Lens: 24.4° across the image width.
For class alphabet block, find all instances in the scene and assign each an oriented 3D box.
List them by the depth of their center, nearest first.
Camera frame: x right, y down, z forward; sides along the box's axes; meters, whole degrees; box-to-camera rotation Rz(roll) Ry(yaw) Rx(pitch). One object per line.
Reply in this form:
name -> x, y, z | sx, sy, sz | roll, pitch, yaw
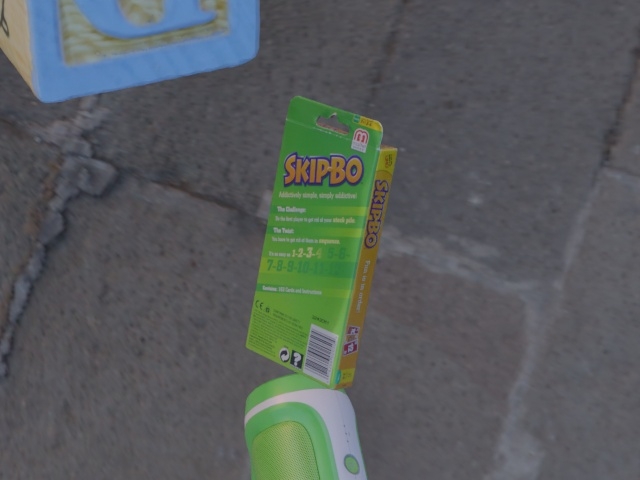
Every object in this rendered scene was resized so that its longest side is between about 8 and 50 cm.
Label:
alphabet block -> -0.174, -0.248, 1.196 | 0.193, 0.197, 0.192 | -13, 123, -23

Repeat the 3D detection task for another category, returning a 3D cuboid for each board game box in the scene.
board game box -> 0.000, 0.000, 1.415 | 0.039, 0.124, 0.259 | -8, 112, -46

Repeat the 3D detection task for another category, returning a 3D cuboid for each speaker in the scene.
speaker -> -0.002, 0.296, 1.583 | 0.131, 0.131, 0.296 | -5, 61, -15
